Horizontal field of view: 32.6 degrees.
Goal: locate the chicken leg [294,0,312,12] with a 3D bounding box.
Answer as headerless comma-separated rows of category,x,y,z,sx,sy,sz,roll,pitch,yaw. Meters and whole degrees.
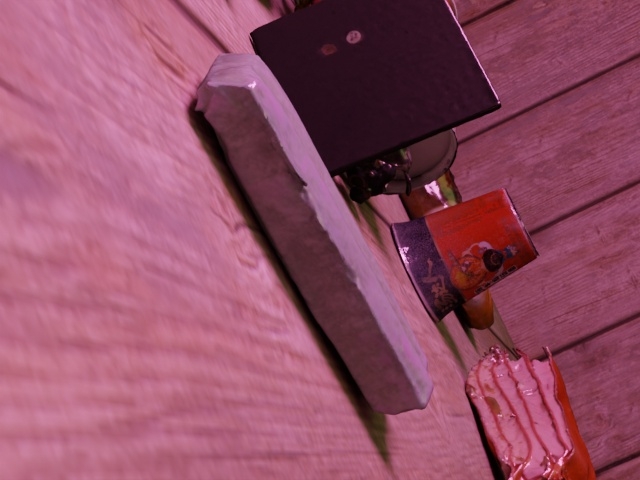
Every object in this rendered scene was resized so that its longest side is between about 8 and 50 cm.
chicken leg,0.034,-0.275,1.265,0.361,0.140,0.211,161,-68,-83

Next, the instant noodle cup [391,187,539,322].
instant noodle cup,0.165,0.009,1.222,0.127,0.136,0.127,61,11,-19

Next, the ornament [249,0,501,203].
ornament,0.051,-0.098,0.911,0.196,0.153,0.166,67,2,-63

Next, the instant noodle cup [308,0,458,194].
instant noodle cup,0.065,-0.150,1.073,0.168,0.168,0.185,55,23,-45

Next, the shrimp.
shrimp,0.162,-0.075,1.642,0.272,0.085,0.445,-5,73,-86

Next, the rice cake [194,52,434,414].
rice cake,0.000,0.000,0.606,0.226,0.040,0.085,61,9,-19

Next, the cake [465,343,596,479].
cake,0.224,0.213,1.150,0.135,0.098,0.287,57,16,-30
